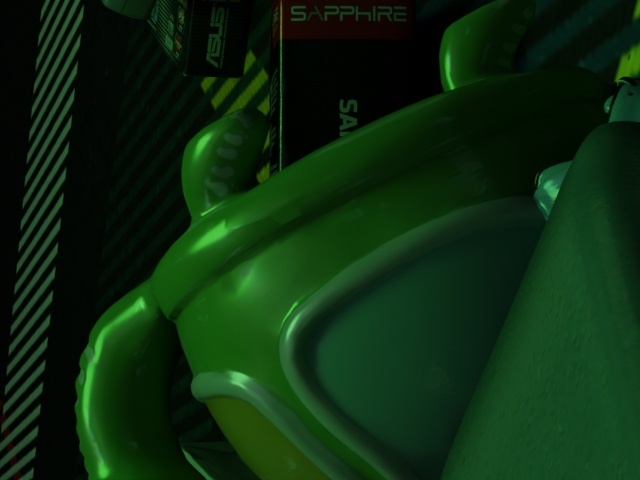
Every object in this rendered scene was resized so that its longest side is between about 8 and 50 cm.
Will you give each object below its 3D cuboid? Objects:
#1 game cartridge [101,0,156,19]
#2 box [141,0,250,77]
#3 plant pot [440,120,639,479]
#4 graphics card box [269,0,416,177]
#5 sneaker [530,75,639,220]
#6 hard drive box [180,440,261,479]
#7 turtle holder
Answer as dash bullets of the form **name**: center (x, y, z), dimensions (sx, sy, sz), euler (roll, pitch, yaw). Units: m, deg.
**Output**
- **game cartridge**: center (-0.131, -0.396, 1.424), dimensions (0.355, 0.068, 0.230), euler (-63, 24, 17)
- **box**: center (-0.130, -0.304, 1.558), dimensions (0.270, 0.060, 0.216), euler (-128, 42, -58)
- **plant pot**: center (0.162, 0.094, 0.554), dimensions (0.252, 0.247, 0.248), euler (-97, 19, -50)
- **graphics card box**: center (0.011, 0.021, 1.060), dimensions (0.233, 0.094, 0.371), euler (169, 102, -87)
- **sneaker**: center (0.156, -0.057, 0.677), dimensions (0.073, 0.162, 0.063), euler (45, 171, 28)
- **hard drive box**: center (-0.064, 0.306, 1.347), dimensions (0.181, 0.089, 0.232), euler (-154, 67, -68)
- **turtle holder**: center (0.033, 0.049, 0.783), dimensions (0.227, 0.320, 0.243), euler (64, 155, 12)
